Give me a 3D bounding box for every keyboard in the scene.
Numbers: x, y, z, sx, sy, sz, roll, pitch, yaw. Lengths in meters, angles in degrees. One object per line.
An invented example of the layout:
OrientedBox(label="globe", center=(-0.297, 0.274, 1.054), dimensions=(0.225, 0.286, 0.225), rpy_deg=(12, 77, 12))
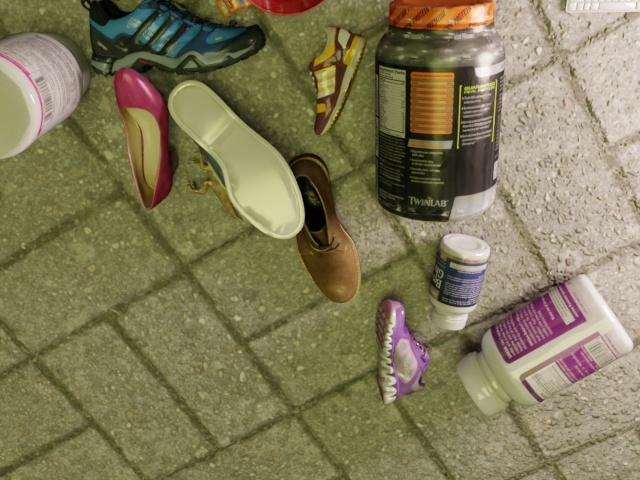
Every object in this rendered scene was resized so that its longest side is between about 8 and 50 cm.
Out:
OrientedBox(label="keyboard", center=(0.536, -0.412, 1.207), dimensions=(0.256, 0.014, 0.072), rpy_deg=(0, 114, 3))

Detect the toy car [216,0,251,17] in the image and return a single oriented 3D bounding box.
OrientedBox(label="toy car", center=(-0.153, -0.431, 1.216), dimensions=(0.060, 0.040, 0.122), rpy_deg=(-8, 114, 6))

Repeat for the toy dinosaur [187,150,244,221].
OrientedBox(label="toy dinosaur", center=(-0.194, -0.105, 1.356), dimensions=(0.092, 0.053, 0.183), rpy_deg=(-6, 113, 4))

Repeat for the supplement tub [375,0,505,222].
OrientedBox(label="supplement tub", center=(0.192, -0.216, 1.205), dimensions=(0.207, 0.207, 0.338), rpy_deg=(0, 114, 3))

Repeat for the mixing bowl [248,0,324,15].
OrientedBox(label="mixing bowl", center=(-0.057, -0.459, 1.156), dimensions=(0.181, 0.098, 0.181), rpy_deg=(-7, 128, -9))

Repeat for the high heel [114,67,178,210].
OrientedBox(label="high heel", center=(-0.309, -0.168, 1.254), dimensions=(0.082, 0.117, 0.244), rpy_deg=(7, 140, 11))

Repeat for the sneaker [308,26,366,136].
OrientedBox(label="sneaker", center=(0.011, -0.274, 1.270), dimensions=(0.084, 0.069, 0.185), rpy_deg=(23, 107, 2))

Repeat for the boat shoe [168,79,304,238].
OrientedBox(label="boat shoe", center=(-0.136, -0.140, 1.277), dimensions=(0.116, 0.099, 0.319), rpy_deg=(-40, 91, 3))

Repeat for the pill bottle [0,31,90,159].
OrientedBox(label="pill bottle", center=(-0.480, -0.245, 1.181), dimensions=(0.160, 0.283, 0.160), rpy_deg=(1, 114, 2))

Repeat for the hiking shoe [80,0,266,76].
OrientedBox(label="hiking shoe", center=(-0.244, -0.346, 1.218), dimensions=(0.304, 0.113, 0.132), rpy_deg=(-4, 114, 4))

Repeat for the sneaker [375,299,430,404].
OrientedBox(label="sneaker", center=(0.166, 0.218, 1.468), dimensions=(0.104, 0.095, 0.236), rpy_deg=(-5, 119, -2))

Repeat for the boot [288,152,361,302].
OrientedBox(label="boot", center=(0.000, 0.000, 1.362), dimensions=(0.112, 0.115, 0.305), rpy_deg=(-15, 113, 7))

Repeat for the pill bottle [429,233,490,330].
OrientedBox(label="pill bottle", center=(0.257, 0.081, 1.395), dimensions=(0.094, 0.094, 0.169), rpy_deg=(8, 114, -1))

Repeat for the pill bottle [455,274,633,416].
OrientedBox(label="pill bottle", center=(0.418, 0.209, 1.405), dimensions=(0.301, 0.169, 0.169), rpy_deg=(-34, 108, 16))
